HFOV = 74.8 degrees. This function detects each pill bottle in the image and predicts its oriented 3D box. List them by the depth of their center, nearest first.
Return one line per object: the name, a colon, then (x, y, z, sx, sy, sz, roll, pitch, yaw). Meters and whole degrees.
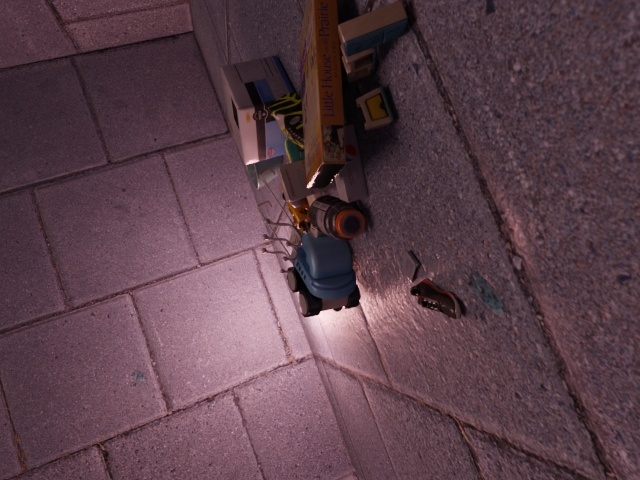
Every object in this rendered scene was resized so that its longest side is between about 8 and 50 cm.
pill bottle: (0.057, -0.071, 1.349, 0.246, 0.131, 0.130, -148, 41, -68)

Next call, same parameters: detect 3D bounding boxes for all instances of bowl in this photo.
bowl: (-0.294, -0.431, 2.132, 0.311, 0.163, 0.311, 160, 90, -76)

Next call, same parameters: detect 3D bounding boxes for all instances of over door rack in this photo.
over door rack: (-0.175, -0.061, 1.525, 0.239, 0.108, 0.323, 111, 139, -60)

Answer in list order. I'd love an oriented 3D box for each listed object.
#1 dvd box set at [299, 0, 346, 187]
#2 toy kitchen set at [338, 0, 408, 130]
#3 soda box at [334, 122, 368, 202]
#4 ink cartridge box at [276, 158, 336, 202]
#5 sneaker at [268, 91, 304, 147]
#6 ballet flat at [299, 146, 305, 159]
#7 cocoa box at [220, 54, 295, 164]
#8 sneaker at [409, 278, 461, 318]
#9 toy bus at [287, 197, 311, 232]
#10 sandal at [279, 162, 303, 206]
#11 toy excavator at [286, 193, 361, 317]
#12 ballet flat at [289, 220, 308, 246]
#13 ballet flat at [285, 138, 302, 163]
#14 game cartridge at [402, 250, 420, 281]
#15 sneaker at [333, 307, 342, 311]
dvd box set: (-0.002, -0.362, 1.050, 0.307, 0.062, 0.419, 156, 111, -81)
toy kitchen set: (0.124, -0.336, 0.849, 0.207, 0.122, 0.165, -22, -88, -84)
soda box: (0.074, -0.224, 1.206, 0.074, 0.069, 0.215, -141, 33, -65)
ink cartridge box: (-0.052, -0.219, 1.468, 0.072, 0.175, 0.127, -172, 64, -74)
sneaker: (-0.046, -0.379, 1.391, 0.147, 0.145, 0.384, 56, -179, -38)
ballet flat: (-0.062, -0.358, 1.614, 0.114, 0.041, 0.041, 110, 139, -67)
cocoa box: (-0.244, -0.516, 1.691, 0.347, 0.228, 0.231, 102, 147, -64)
sneaker: (0.264, 0.146, 0.980, 0.158, 0.065, 0.061, -140, 34, -65)
toy bus: (-0.073, -0.097, 1.833, 0.202, 0.105, 0.190, -137, 28, -63)
sandal: (-0.130, -0.228, 1.785, 0.102, 0.076, 0.265, 47, -151, -38)
toy excavator: (0.000, 0.000, 1.598, 0.432, 0.223, 0.444, -124, 34, -49)
ballet flat: (-0.091, 0.032, 2.078, 0.123, 0.123, 0.348, 139, 111, -75)
ballet flat: (-0.090, -0.317, 1.726, 0.077, 0.077, 0.230, -82, -21, -73)
game cartridge: (0.234, 0.066, 1.092, 0.056, 0.017, 0.083, 57, 161, 33)
sneaker: (0.057, 0.219, 1.884, 0.086, 0.065, 0.191, -123, 19, -67)
